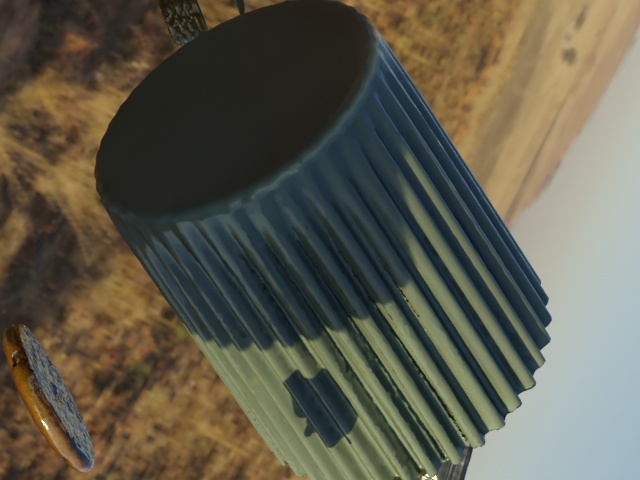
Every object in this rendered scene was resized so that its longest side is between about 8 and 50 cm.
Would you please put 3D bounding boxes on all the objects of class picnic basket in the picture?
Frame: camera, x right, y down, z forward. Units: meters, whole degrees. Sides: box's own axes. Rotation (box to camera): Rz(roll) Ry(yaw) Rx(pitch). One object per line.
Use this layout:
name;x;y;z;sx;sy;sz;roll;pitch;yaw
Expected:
picnic basket;-0.120;-0.240;1.253;0.083;0.072;0.072;-22;171;2

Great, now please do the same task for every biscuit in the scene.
biscuit;-0.344;0.201;1.544;0.036;0.212;0.212;-27;166;-6

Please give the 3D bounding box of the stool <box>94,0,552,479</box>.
stool;0.000;0.000;1.027;0.297;0.297;0.330;-59;134;-28

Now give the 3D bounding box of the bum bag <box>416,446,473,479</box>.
bum bag;0.161;0.228;1.527;0.049;0.087;0.198;-63;170;-84
